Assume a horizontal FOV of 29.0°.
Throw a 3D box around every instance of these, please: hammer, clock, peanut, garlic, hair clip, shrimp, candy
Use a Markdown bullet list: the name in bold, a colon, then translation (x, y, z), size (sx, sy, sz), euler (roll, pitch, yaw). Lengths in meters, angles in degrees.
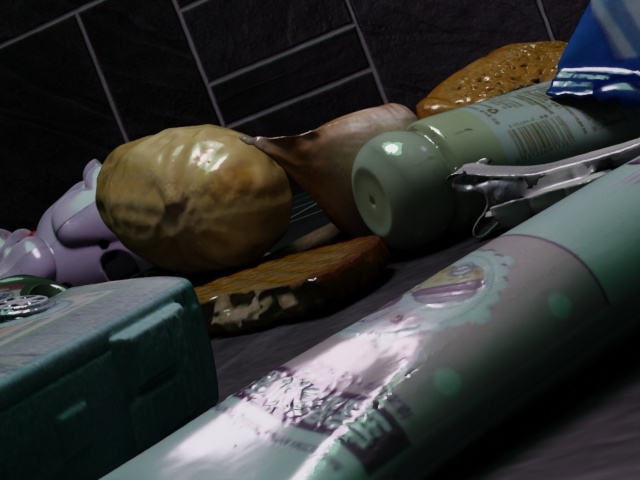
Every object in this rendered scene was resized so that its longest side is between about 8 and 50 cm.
- **hammer**: translation (0.000, 0.000, 1.159), size (0.365, 0.043, 0.111), euler (-27, 8, -42)
- **clock**: translation (-0.325, 0.042, 1.501), size (0.254, 0.189, 0.189), euler (-29, 5, -6)
- **peanut**: translation (-0.135, -0.043, 1.152), size (0.147, 0.148, 0.319), euler (-23, 15, -22)
- **garlic**: translation (0.039, -0.065, 1.046), size (0.115, 0.128, 0.206), euler (-39, -12, 10)
- **hair clip**: translation (0.194, -0.053, 0.834), size (0.220, 0.054, 0.140), euler (-16, 2, 27)
- **shrimp**: translation (-0.129, 0.043, 1.168), size (0.143, 0.052, 0.251), euler (-15, 7, 35)
- **candy**: translation (0.313, -0.237, 0.971), size (0.187, 0.077, 0.331), euler (13, 67, 37)

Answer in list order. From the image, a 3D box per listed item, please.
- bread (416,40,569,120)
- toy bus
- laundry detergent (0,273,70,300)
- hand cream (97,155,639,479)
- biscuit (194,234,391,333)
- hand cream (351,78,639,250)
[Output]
- **bread**: translation (0.223, -0.128, 1.223), size (0.185, 0.109, 0.380), euler (3, 17, 21)
- **toy bus**: translation (-0.135, 0.081, 0.539), size (0.109, 0.091, 0.261), euler (-8, 10, 22)
- **laundry detergent**: translation (-0.295, 0.077, 1.213), size (0.137, 0.063, 0.211), euler (-8, 14, 1)
- **hand cream**: translation (0.065, 0.032, 0.419), size (0.331, 0.058, 0.085), euler (-29, 28, -31)
- **biscuit**: translation (-0.033, 0.038, 0.904), size (0.176, 0.031, 0.228), euler (-22, 6, -2)
- **hand cream**: translation (0.168, -0.082, 0.987), size (0.305, 0.093, 0.147), euler (-22, 32, -23)
